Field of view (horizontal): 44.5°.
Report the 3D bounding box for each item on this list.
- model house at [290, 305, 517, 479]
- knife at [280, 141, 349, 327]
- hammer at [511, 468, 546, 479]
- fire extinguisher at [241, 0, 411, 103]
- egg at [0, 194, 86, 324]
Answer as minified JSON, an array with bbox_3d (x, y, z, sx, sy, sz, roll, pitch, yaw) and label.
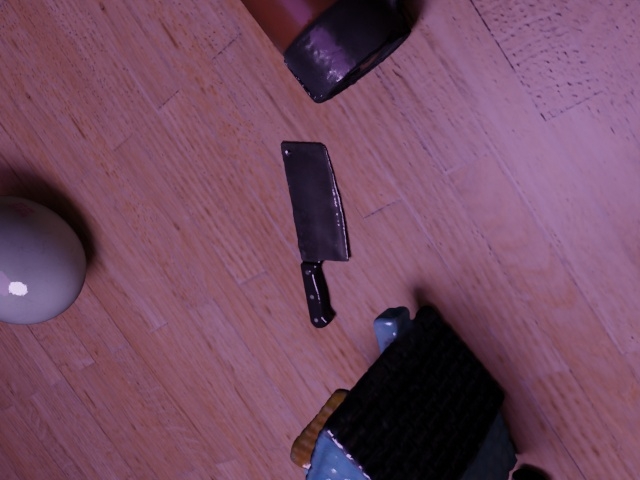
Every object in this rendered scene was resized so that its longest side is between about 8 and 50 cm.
[{"bbox_3d":[0.055,0.221,0.868,0.226,0.261,0.241,-1,117,36],"label":"model house"},{"bbox_3d":[0.000,0.000,0.942,0.072,0.019,0.245,7,118,32],"label":"knife"},{"bbox_3d":[0.254,0.463,1.024,0.152,0.044,0.427,10,121,30],"label":"hammer"},{"bbox_3d":[-0.046,-0.330,0.735,0.200,0.113,0.376,-39,93,1],"label":"fire extinguisher"},{"bbox_3d":[-0.469,0.024,1.184,0.264,0.183,0.183,25,129,30],"label":"egg"}]
